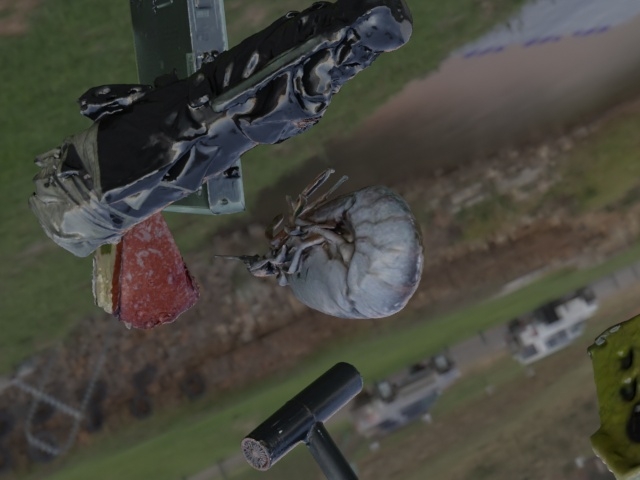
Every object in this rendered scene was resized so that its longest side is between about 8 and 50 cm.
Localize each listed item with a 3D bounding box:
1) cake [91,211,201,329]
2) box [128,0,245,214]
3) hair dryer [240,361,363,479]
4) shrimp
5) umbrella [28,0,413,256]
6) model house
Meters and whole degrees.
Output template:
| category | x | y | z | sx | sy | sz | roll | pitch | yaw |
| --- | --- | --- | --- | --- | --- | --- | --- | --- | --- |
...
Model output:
| category | x | y | z | sx | sy | sz | roll | pitch | yaw |
| --- | --- | --- | --- | --- | --- | --- | --- | --- | --- |
| cake | -0.246 | 0.006 | 1.643 | 0.116 | 0.220 | 0.086 | -37 | -152 | -25 |
| box | -0.145 | -0.162 | 1.403 | 0.045 | 0.270 | 0.211 | -9 | -172 | -25 |
| hair dryer | 0.032 | 0.251 | 1.528 | 0.173 | 0.195 | 0.050 | -37 | 169 | -38 |
| shrimp | -0.003 | 0.007 | 1.388 | 0.116 | 0.145 | 0.343 | -21 | -171 | -30 |
| umbrella | -0.090 | -0.103 | 1.052 | 0.357 | 0.113 | 0.106 | -28 | 156 | 28 |
| model house | 0.402 | 0.200 | 1.412 | 0.175 | 0.193 | 0.234 | -41 | -155 | 34 |
